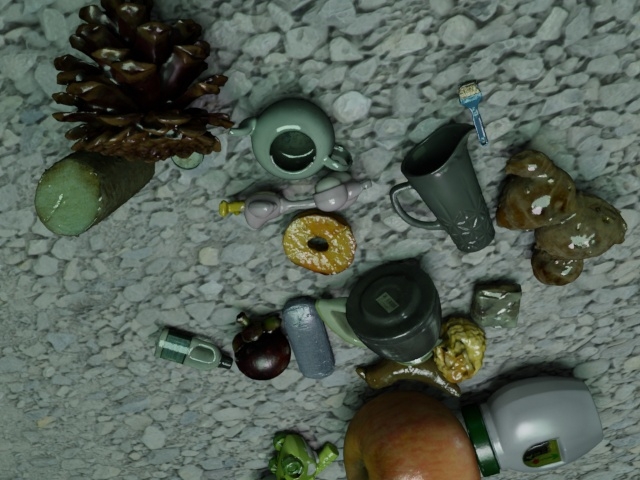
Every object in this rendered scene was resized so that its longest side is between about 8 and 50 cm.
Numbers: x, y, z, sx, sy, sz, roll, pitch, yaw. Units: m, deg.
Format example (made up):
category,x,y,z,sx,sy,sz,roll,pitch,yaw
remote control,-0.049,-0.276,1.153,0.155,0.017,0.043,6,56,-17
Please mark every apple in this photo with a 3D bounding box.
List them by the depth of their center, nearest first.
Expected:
category,x,y,z,sx,sy,sz,roll,pitch,yaw
apple,0.251,0.636,1.697,0.347,0.391,0.391,-6,122,-18

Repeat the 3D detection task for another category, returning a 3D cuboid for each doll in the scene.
category,x,y,z,sx,sy,sz,roll,pitch,yaw
doll,-0.053,-0.096,1.410,0.366,0.160,0.094,-13,93,14

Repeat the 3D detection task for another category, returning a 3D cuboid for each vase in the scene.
category,x,y,z,sx,sy,sz,roll,pitch,yaw
vase,0.307,-0.102,1.409,0.251,0.156,0.300,-28,122,14

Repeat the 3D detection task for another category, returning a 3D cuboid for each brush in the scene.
category,x,y,z,sx,sy,sz,roll,pitch,yaw
brush,0.361,-0.291,1.364,0.051,0.014,0.164,-19,119,14

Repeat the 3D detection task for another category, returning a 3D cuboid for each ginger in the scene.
category,x,y,z,sx,sy,sz,roll,pitch,yaw
ginger,0.554,-0.058,1.406,0.256,0.176,0.375,-29,116,35

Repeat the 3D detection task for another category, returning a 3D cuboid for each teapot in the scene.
category,x,y,z,sx,sy,sz,roll,pitch,yaw
teapot,-0.062,-0.225,1.348,0.295,0.129,0.193,18,122,-13
teapot,0.174,0.233,1.558,0.322,0.239,0.239,-22,130,9

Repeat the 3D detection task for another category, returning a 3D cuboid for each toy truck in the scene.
category,x,y,z,sx,sy,sz,roll,pitch,yaw
toy truck,-0.063,0.733,1.913,0.211,0.148,0.187,19,106,-29

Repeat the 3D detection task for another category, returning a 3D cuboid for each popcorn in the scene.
category,x,y,z,sx,sy,sz,roll,pitch,yaw
popcorn,0.386,0.304,1.624,0.170,0.180,0.180,-4,125,-29

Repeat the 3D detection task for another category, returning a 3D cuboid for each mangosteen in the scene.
category,x,y,z,sx,sy,sz,roll,pitch,yaw
mangosteen,-0.161,0.301,1.653,0.173,0.172,0.183,10,101,-3

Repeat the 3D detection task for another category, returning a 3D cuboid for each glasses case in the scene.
category,x,y,z,sx,sy,sz,roll,pitch,yaw
glasses case,-0.031,0.286,1.688,0.109,0.067,0.282,-14,117,4

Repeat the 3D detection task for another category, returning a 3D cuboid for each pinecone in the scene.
category,x,y,z,sx,sy,sz,roll,pitch,yaw
pinecone,-0.357,-0.337,1.192,0.385,0.384,0.384,1,120,2

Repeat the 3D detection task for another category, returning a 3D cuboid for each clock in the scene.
category,x,y,z,sx,sy,sz,roll,pitch,yaw
clock,-0.327,-0.212,1.436,0.085,0.017,0.085,1,120,2

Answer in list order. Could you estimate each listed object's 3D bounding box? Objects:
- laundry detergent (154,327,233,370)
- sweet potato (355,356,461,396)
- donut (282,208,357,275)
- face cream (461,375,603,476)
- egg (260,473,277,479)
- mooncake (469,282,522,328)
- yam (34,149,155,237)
category,x,y,z,sx,sy,sz,roll,pitch,yaw
laundry detergent,-0.367,0.330,1.725,0.226,0.070,0.099,19,113,-8
sweet potato,0.254,0.379,1.714,0.310,0.098,0.124,2,107,9
donut,0.000,-0.002,1.516,0.190,0.074,0.174,5,122,4
face cream,0.614,0.541,1.719,0.357,0.219,0.312,-18,123,10
egg,-0.133,0.865,1.982,0.193,0.149,0.149,6,120,-2
mooncake,0.474,0.170,1.595,0.130,0.073,0.125,0,117,0
yam,-0.506,-0.135,1.338,0.168,0.304,0.167,3,113,8
